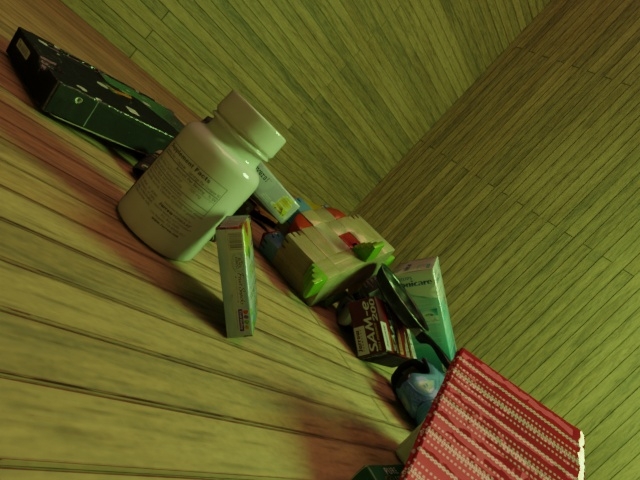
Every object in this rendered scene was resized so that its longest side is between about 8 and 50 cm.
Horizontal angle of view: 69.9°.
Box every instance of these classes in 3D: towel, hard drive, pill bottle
[{"bbox_3d":[0.211,0.257,0.534,0.198,0.031,0.275,35,34,15],"label":"towel"},{"bbox_3d":[-0.387,-0.251,0.883,0.237,0.064,0.339,45,14,30],"label":"hard drive"},{"bbox_3d":[-0.163,-0.093,0.652,0.131,0.229,0.131,43,5,-5],"label":"pill bottle"}]

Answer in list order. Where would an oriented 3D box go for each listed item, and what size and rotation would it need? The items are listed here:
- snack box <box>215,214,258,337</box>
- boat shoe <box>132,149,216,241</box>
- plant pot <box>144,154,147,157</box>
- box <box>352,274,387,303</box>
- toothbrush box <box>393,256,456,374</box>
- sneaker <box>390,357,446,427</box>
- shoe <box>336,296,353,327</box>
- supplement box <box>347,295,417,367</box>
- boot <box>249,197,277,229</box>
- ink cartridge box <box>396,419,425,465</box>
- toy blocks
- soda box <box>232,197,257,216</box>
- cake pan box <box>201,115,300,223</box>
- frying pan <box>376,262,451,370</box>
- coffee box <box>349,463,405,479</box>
[{"bbox_3d":[-0.107,0.043,0.603,0.100,0.037,0.141,-103,-170,-78],"label":"snack box"},{"bbox_3d":[-0.255,-0.069,0.819,0.206,0.075,0.065,49,49,6],"label":"boat shoe"},{"bbox_3d":[-0.302,-0.138,1.022,0.236,0.032,0.236,42,5,-5],"label":"plant pot"},{"bbox_3d":[0.149,0.152,1.449,0.307,0.076,0.243,52,-12,56],"label":"box"},{"bbox_3d":[0.303,0.212,1.327,0.216,0.126,0.296,-19,96,-71],"label":"toothbrush box"},{"bbox_3d":[0.244,0.319,1.007,0.147,0.130,0.330,49,7,23],"label":"sneaker"},{"bbox_3d":[0.089,0.193,1.155,0.081,0.063,0.178,38,1,-3],"label":"shoe"},{"bbox_3d":[0.153,0.224,1.095,0.239,0.073,0.130,33,41,-57],"label":"supplement box"},{"bbox_3d":[-0.160,-0.106,1.478,0.264,0.096,0.280,41,7,-27],"label":"boot"},{"bbox_3d":[0.253,0.343,0.650,0.237,0.172,0.100,47,7,36],"label":"ink cartridge box"},{"bbox_3d":[0.000,0.000,1.149,0.261,0.191,0.381,45,35,21],"label":"toy blocks"},{"bbox_3d":[-0.251,-0.130,1.172,0.181,0.061,0.058,44,6,-3],"label":"soda box"},{"bbox_3d":[-0.187,-0.174,1.096,0.246,0.070,0.267,51,-7,-29],"label":"cake pan box"},{"bbox_3d":[0.228,0.194,1.089,0.326,0.053,0.197,59,12,20],"label":"frying pan"},{"bbox_3d":[0.110,0.321,0.469,0.184,0.040,0.113,48,9,37],"label":"coffee box"}]
